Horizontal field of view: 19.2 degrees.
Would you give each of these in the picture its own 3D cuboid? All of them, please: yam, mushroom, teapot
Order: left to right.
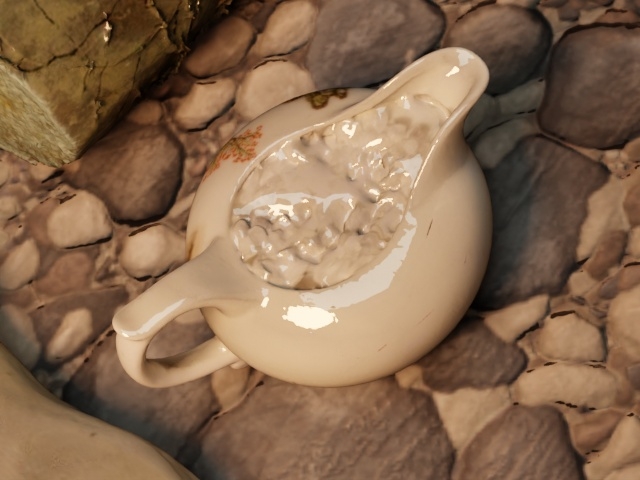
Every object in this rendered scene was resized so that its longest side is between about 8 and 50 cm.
[{"bbox_3d":[-0.194,0.146,1.256,0.159,0.122,0.328,-24,56,-35],"label":"mushroom"},{"bbox_3d":[-0.163,-0.229,1.344,0.348,0.241,0.241,-45,62,-6],"label":"yam"},{"bbox_3d":[0.000,0.000,1.230,0.298,0.139,0.204,-43,64,-4],"label":"teapot"}]
